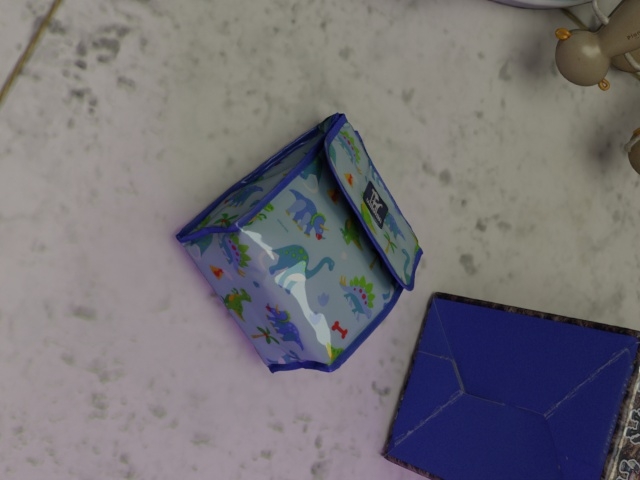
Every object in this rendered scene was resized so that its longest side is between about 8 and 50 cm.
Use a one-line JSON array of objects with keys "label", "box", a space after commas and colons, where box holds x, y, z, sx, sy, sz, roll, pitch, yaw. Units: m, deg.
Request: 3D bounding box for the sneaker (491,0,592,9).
[{"label": "sneaker", "box": [0.169, -0.242, 0.794, 0.366, 0.150, 0.135, -11, 101, -28]}]

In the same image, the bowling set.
[{"label": "bowling set", "box": [0.321, -0.136, 0.917, 0.154, 0.200, 0.287, -33, 112, 22]}]

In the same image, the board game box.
[{"label": "board game box", "box": [0.241, 0.159, 0.822, 0.291, 0.232, 0.141, 21, 84, -30]}]

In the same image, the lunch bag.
[{"label": "lunch bag", "box": [0.000, 0.000, 0.757, 0.151, 0.096, 0.129, -44, 112, -35]}]
